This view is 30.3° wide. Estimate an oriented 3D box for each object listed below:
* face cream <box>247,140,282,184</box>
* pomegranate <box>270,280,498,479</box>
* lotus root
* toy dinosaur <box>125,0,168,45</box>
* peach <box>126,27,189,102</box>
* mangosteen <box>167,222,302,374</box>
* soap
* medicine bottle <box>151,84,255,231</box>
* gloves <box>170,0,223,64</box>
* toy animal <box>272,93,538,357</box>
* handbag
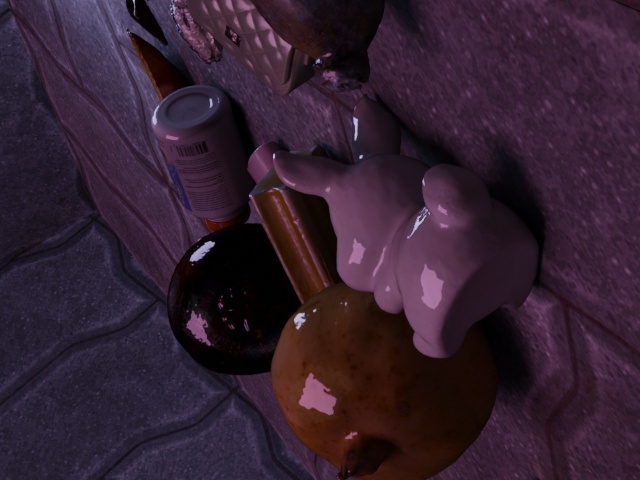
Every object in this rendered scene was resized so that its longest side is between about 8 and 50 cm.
[{"bbox_3d":[-0.035,-0.050,2.108,0.269,0.073,0.107,54,158,12],"label":"face cream"},{"bbox_3d":[0.094,0.216,1.727,0.342,0.342,0.342,51,162,23],"label":"pomegranate"},{"bbox_3d":[-0.023,-0.339,1.377,0.175,0.175,0.349,22,141,63],"label":"lotus root"},{"bbox_3d":[-0.248,-0.435,1.893,0.206,0.113,0.327,-96,24,-53],"label":"toy dinosaur"},{"bbox_3d":[-0.318,-0.330,2.433,0.189,0.068,0.279,50,166,50],"label":"peach"},{"bbox_3d":[-0.140,0.114,2.305,0.330,0.330,0.330,51,162,23],"label":"mangosteen"},{"bbox_3d":[0.000,0.000,1.922,0.089,0.173,0.274,-12,114,31],"label":"soap"},{"bbox_3d":[-0.218,-0.149,2.307,0.157,0.157,0.289,42,157,42],"label":"medicine bottle"},{"bbox_3d":[-0.216,-0.377,2.038,0.114,0.070,0.153,40,156,46],"label":"gloves"},{"bbox_3d":[0.107,-0.041,1.522,0.367,0.196,0.241,40,149,42],"label":"toy animal"},{"bbox_3d":[-0.102,-0.347,1.728,0.256,0.079,0.219,43,157,18],"label":"handbag"}]
